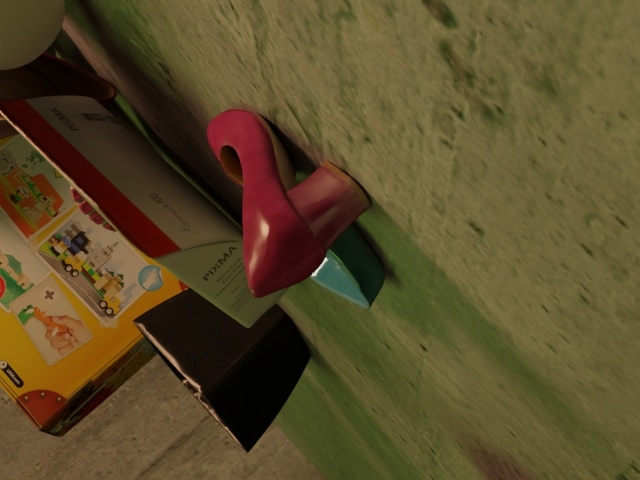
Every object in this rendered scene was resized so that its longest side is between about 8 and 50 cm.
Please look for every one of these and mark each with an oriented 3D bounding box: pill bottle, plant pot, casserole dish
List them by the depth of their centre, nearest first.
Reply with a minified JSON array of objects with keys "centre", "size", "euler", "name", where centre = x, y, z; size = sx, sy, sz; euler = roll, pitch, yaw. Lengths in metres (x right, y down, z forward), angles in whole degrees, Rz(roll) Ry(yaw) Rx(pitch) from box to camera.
[{"centre":[0.000,0.000,1.164],"size":[0.114,0.037,0.188],"euler":[53,168,-21],"name":"casserole dish"},{"centre":[-0.390,-0.298,1.364],"size":[0.272,0.152,0.152],"euler":[44,168,28],"name":"pill bottle"},{"centre":[-0.125,0.158,1.861],"size":[0.188,0.167,0.187],"euler":[42,168,35],"name":"plant pot"}]

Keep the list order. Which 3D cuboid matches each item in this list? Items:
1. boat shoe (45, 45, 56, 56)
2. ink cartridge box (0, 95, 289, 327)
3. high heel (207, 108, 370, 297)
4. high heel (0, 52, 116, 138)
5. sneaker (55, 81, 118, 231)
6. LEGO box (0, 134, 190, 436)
[{"centre":[-0.424,-0.207,1.702],"size":[0.083,0.226,0.076],"euler":[6,108,33],"name":"boat shoe"},{"centre":[-0.218,-0.076,1.446],"size":[0.308,0.091,0.385],"euler":[42,177,29],"name":"ink cartridge box"},{"centre":[-0.062,-0.033,1.076],"size":[0.244,0.117,0.082],"euler":[36,164,49],"name":"high heel"},{"centre":[-0.395,-0.219,1.484],"size":[0.377,0.181,0.127],"euler":[32,-134,-68],"name":"high heel"},{"centre":[-0.302,-0.131,1.736],"size":[0.111,0.103,0.252],"euler":[-90,-26,-71],"name":"sneaker"},{"centre":[-0.454,0.007,2.092],"size":[0.500,0.372,0.193],"euler":[48,170,7],"name":"LEGO box"}]
